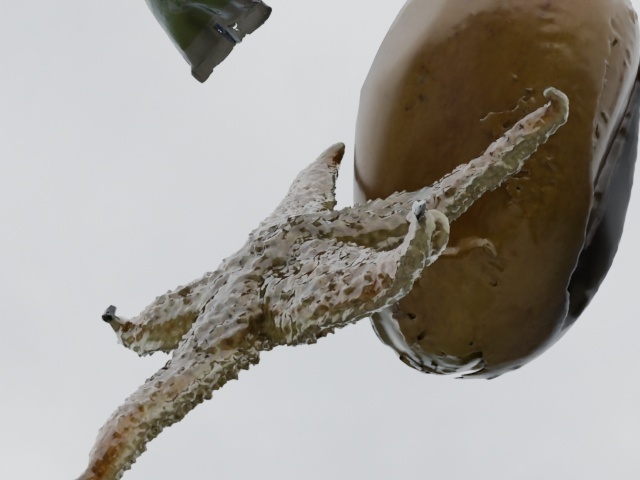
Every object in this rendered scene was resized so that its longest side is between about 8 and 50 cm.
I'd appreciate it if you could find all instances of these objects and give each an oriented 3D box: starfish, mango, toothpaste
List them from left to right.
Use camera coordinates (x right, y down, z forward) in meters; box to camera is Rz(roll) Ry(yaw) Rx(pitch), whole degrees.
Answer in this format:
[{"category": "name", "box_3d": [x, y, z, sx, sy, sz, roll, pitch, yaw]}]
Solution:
[{"category": "toothpaste", "box_3d": [-0.110, -0.195, 0.634, 0.248, 0.047, 0.078, 56, -39, 1]}, {"category": "starfish", "box_3d": [0.004, 0.005, 0.574, 0.231, 0.295, 0.048, -24, -75, 30]}, {"category": "mango", "box_3d": [0.091, -0.048, 0.699, 0.151, 0.249, 0.156, 12, -4, -3]}]
